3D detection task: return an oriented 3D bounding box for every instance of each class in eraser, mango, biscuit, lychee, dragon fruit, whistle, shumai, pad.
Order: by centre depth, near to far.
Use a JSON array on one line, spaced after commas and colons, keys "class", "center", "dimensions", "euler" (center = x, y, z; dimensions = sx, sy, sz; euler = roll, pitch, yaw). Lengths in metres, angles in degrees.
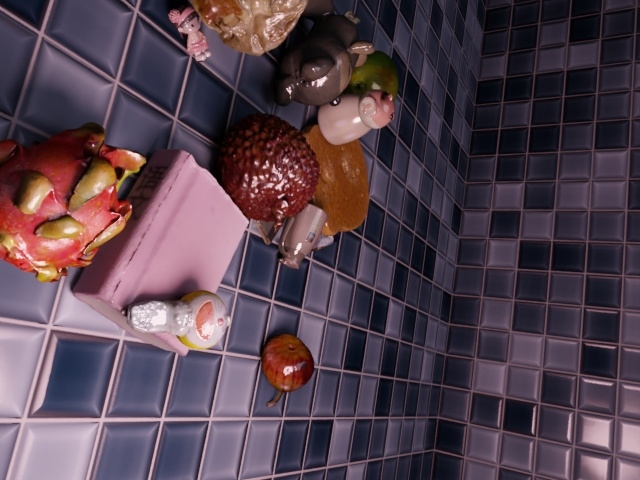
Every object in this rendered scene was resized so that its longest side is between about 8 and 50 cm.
[{"class": "dragon fruit", "center": [-0.437, -0.075, 0.900], "dimensions": [0.228, 0.243, 0.307], "euler": [50, 7, -19]}, {"class": "whistle", "center": [-0.266, 0.153, 1.054], "dimensions": [0.223, 0.122, 0.123], "euler": [13, 80, -45]}, {"class": "eraser", "center": [-0.325, 0.026, 1.159], "dimensions": [0.272, 0.122, 0.359], "euler": [54, 49, -48]}, {"class": "shumai", "center": [-0.181, -0.593, 1.186], "dimensions": [0.314, 0.267, 0.262], "euler": [-56, 158, 17]}, {"class": "lychee", "center": [-0.128, -0.167, 1.330], "dimensions": [0.264, 0.264, 0.300], "euler": [13, 57, -58]}, {"class": "pad", "center": [-0.131, -0.121, 1.555], "dimensions": [0.233, 0.022, 0.174], "euler": [-59, 138, -40]}, {"class": "biscuit", "center": [0.049, -0.210, 1.797], "dimensions": [0.365, 0.062, 0.386], "euler": [-29, 113, -53]}, {"class": "mango", "center": [0.172, -0.535, 1.863], "dimensions": [0.382, 0.201, 0.226], "euler": [-65, 148, -58]}]

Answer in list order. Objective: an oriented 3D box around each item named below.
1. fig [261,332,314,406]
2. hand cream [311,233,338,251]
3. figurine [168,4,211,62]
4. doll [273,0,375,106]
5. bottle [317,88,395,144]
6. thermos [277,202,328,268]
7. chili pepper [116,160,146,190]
[{"class": "fig", "center": [-0.088, 0.367, 1.528], "dimensions": [0.148, 0.149, 0.202], "euler": [-27, 107, -35]}, {"class": "hand cream", "center": [0.000, 0.000, 1.769], "dimensions": [0.163, 0.038, 0.062], "euler": [-13, 105, -52]}, {"class": "figurine", "center": [-0.301, -0.472, 1.232], "dimensions": [0.072, 0.054, 0.129], "euler": [-50, 139, -33]}, {"class": "doll", "center": [-0.047, -0.560, 1.539], "dimensions": [0.378, 0.252, 0.382], "euler": [46, 43, -9]}, {"class": "bottle", "center": [0.121, -0.387, 1.645], "dimensions": [0.147, 0.236, 0.148], "euler": [13, 73, -51]}, {"class": "thermos", "center": [-0.069, -0.015, 1.593], "dimensions": [0.137, 0.104, 0.193], "euler": [42, 69, -55]}, {"class": "chili pepper", "center": [-0.421, -0.096, 1.071], "dimensions": [0.049, 0.043, 0.208], "euler": [87, 26, -62]}]
